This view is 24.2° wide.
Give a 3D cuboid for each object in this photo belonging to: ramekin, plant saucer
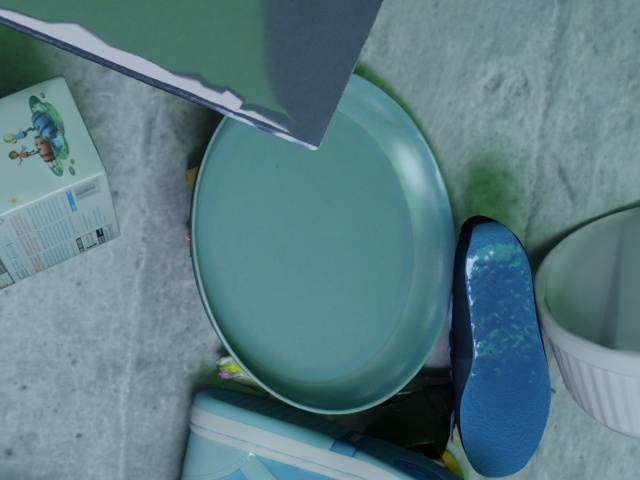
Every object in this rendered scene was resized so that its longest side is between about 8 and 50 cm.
[{"bbox_3d":[0.348,0.084,1.459,0.273,0.273,0.127,-20,122,-12],"label":"ramekin"},{"bbox_3d":[0.000,0.000,1.369,0.318,0.044,0.317,7,80,-41],"label":"plant saucer"}]

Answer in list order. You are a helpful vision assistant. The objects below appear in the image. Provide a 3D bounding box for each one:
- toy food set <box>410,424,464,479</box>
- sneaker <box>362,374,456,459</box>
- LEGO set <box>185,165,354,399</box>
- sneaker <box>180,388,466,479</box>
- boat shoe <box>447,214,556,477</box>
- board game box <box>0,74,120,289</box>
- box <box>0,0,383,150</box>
[{"bbox_3d":[0.095,0.279,1.525,0.128,0.071,0.218,38,91,-23],"label":"toy food set"},{"bbox_3d":[0.117,0.180,1.497,0.170,0.051,0.089,0,65,-12],"label":"sneaker"},{"bbox_3d":[-0.063,0.064,1.422,0.287,0.107,0.132,46,53,-18],"label":"LEGO set"},{"bbox_3d":[0.001,0.282,1.402,0.319,0.127,0.208,19,93,20],"label":"sneaker"},{"bbox_3d":[0.173,0.098,1.434,0.109,0.089,0.258,-1,109,-8],"label":"boat shoe"},{"bbox_3d":[-0.325,-0.006,1.224,0.303,0.224,0.097,-25,79,-10],"label":"board game box"},{"bbox_3d":[-0.140,-0.247,1.131,0.294,0.395,0.212,21,97,-21],"label":"box"}]
